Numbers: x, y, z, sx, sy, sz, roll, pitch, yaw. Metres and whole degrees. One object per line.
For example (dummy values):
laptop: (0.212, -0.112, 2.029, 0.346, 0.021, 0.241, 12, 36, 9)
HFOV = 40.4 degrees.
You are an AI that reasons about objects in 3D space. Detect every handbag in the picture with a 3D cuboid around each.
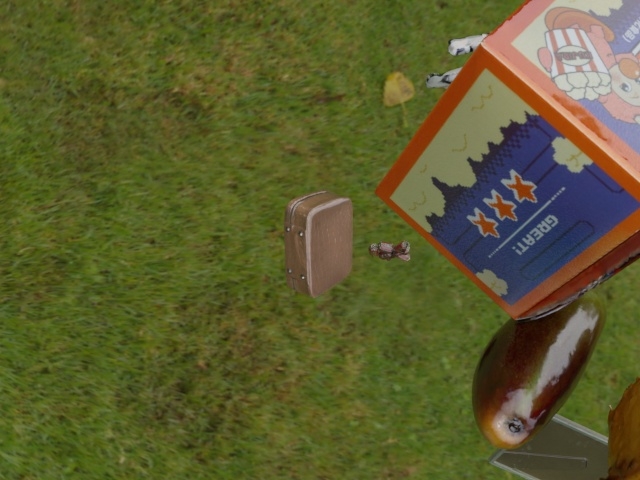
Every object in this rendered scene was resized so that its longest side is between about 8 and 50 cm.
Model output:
handbag: (0.000, 0.000, 1.688, 0.151, 0.072, 0.193, -29, 126, -40)

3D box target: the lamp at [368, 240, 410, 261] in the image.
lamp: (0.136, 0.021, 1.721, 0.083, 0.063, 0.031, 7, 60, 10)

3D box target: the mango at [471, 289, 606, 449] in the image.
mango: (0.262, 0.145, 1.064, 0.111, 0.133, 0.267, 42, 55, 6)

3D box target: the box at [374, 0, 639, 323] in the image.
box: (0.301, -0.139, 1.009, 0.257, 0.318, 0.348, 43, 59, 4)

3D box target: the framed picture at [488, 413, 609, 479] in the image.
framed picture: (0.471, 0.416, 1.643, 0.250, 0.184, 0.016, 25, 38, -8)

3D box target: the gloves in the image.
gloves: (0.299, -0.308, 1.589, 0.212, 0.127, 0.111, -24, 62, -8)

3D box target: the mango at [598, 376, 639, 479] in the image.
mango: (0.430, 0.163, 0.839, 0.199, 0.350, 0.201, 48, 34, 7)
